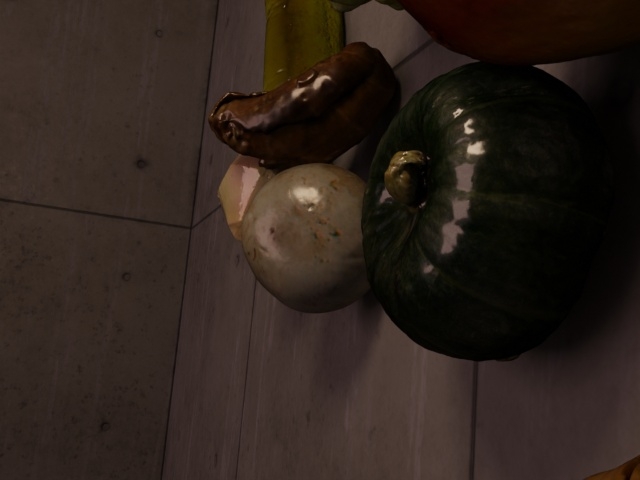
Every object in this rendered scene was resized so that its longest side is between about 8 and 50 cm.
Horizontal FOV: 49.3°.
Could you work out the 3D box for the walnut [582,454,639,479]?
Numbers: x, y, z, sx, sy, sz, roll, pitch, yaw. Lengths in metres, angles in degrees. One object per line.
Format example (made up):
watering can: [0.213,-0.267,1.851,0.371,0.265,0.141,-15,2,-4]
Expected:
walnut: [0.236,0.242,0.447,0.167,0.167,0.207,128,143,-52]

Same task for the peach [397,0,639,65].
peach: [0.213,-0.295,0.541,0.289,0.373,0.373,68,158,-3]

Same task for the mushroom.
mushroom: [0.000,0.000,1.150,0.243,0.244,0.243,-171,90,-70]

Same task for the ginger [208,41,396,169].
ginger: [-0.025,-0.207,1.156,0.165,0.321,0.172,56,-164,-75]

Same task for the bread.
bread: [-0.032,-0.389,1.396,0.112,0.166,0.383,95,174,-64]

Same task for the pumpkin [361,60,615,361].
pumpkin: [0.151,-0.029,0.707,0.300,0.207,0.300,-170,90,-68]

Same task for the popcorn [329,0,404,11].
popcorn: [0.103,-0.450,0.924,0.312,0.312,0.312,-171,90,-70]

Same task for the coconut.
coconut: [-0.078,-0.082,1.308,0.197,0.237,0.236,-1,80,42]
